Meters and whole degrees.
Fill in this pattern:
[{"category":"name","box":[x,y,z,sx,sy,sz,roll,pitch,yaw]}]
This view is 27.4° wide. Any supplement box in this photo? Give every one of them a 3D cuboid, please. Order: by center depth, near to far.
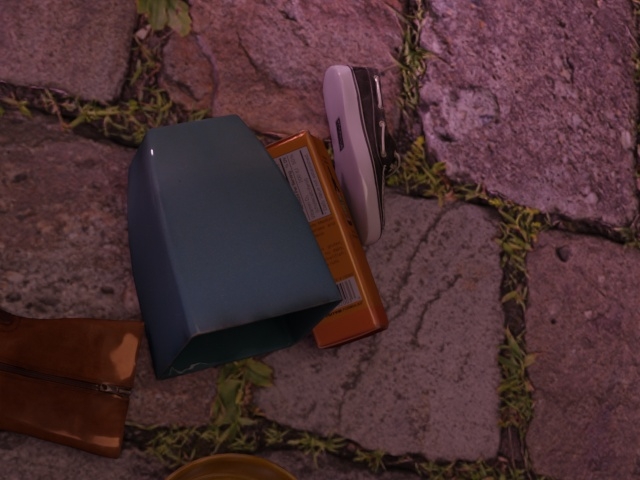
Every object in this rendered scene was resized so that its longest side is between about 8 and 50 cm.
[{"category":"supplement box","box":[0.000,0.000,1.460,0.080,0.078,0.234,-19,82,10]}]

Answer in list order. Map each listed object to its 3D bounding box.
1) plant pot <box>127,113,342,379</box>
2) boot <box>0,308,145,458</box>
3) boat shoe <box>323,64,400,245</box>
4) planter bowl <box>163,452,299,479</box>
[{"category":"plant pot","box":[-0.112,-0.002,1.383,0.165,0.166,0.234,-13,75,-24]},{"category":"boot","box":[-0.310,0.072,1.318,0.280,0.096,0.264,10,72,-20]},{"category":"boat shoe","box":[0.057,-0.102,1.520,0.070,0.078,0.219,-2,75,-21]},{"category":"planter bowl","box":[-0.101,0.330,1.335,0.217,0.090,0.217,6,73,-20]}]
